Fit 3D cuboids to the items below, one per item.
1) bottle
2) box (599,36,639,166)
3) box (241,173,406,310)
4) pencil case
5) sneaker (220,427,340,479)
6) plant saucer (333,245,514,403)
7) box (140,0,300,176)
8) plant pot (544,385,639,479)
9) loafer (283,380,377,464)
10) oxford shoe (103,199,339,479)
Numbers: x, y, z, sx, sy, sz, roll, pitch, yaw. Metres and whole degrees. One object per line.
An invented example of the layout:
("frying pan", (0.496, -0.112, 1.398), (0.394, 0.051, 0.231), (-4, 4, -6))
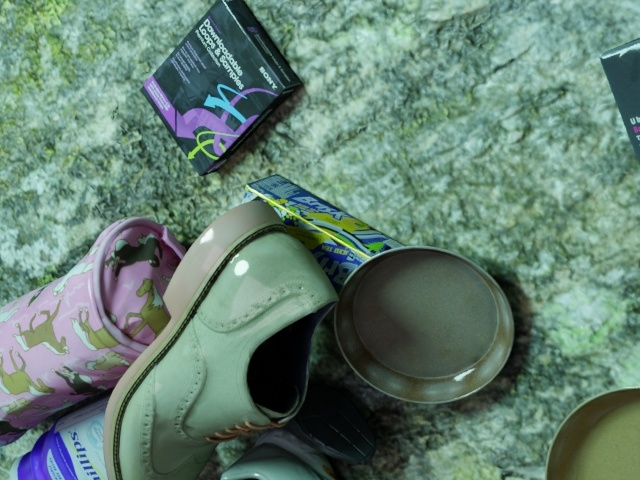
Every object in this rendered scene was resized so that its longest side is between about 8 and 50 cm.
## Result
("bottle", (-0.258, 0.246, 1.729), (0.283, 0.092, 0.118), (-25, 96, 41))
("box", (0.343, -0.047, 1.095), (0.143, 0.165, 0.270), (-18, 95, 41))
("box", (0.000, 0.000, 1.458), (0.169, 0.054, 0.059), (30, 123, 27))
("pencil case", (-0.287, 0.110, 1.652), (0.386, 0.167, 0.160), (-29, 66, 41))
("sneaker", (0.007, 0.297, 1.521), (0.262, 0.121, 0.099), (27, 122, 28))
("plant saucer", (0.097, 0.075, 1.391), (0.168, 0.029, 0.168), (5, 116, 9))
("box", (-0.103, -0.155, 1.498), (0.162, 0.029, 0.116), (-42, 79, 39))
("plant pot", (0.310, 0.234, 1.317), (0.236, 0.032, 0.236), (15, 116, 33))
("loafer", (-0.008, 0.181, 1.539), (0.170, 0.062, 0.061), (35, 157, 29))
("oxford shoe", (-0.103, 0.153, 1.464), (0.146, 0.140, 0.397), (44, 131, 24))
